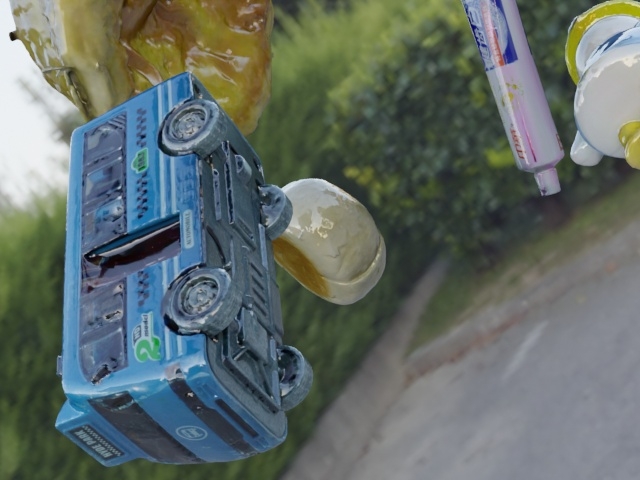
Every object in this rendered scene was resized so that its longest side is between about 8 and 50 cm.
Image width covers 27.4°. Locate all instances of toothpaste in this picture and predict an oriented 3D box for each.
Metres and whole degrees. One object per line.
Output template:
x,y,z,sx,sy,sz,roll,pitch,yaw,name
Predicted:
0.106,-0.107,0.749,0.028,0.170,0.045,-23,7,-35,toothpaste

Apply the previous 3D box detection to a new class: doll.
0.251,-0.136,1.073,0.099,0.135,0.241,-3,22,11,doll

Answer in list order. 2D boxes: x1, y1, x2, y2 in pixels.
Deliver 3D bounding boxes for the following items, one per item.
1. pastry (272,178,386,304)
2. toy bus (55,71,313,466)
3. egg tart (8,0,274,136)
0.000,0.000,1.476,0.092,0.156,0.156,-44,4,-25,pastry
-0.093,0.021,0.836,0.134,0.113,0.246,-20,49,16,toy bus
-0.154,-0.212,1.073,0.132,0.341,0.341,-5,18,25,egg tart
